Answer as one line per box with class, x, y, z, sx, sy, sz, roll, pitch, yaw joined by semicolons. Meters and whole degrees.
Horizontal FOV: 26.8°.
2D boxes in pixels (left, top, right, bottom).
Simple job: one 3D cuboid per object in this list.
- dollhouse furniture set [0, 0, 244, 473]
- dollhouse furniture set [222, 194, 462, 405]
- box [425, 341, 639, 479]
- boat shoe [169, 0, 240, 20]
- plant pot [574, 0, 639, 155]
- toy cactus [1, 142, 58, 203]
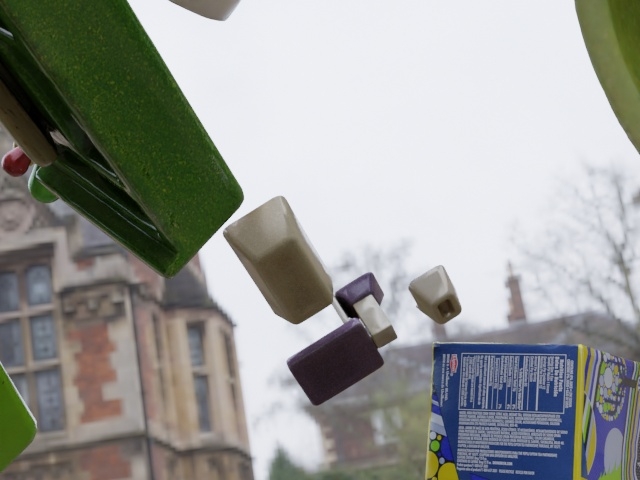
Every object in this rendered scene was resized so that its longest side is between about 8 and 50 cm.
dollhouse furniture set;-0.207;-0.048;0.482;0.197;0.301;0.151;-47;-40;-13
dollhouse furniture set;0.000;0.000;0.648;0.091;0.081;0.114;-32;-47;-1
box;0.066;0.119;0.424;0.054;0.169;0.059;-2;-12;34
boat shoe;-0.112;-0.248;0.783;0.158;0.127;0.340;-57;-24;7
plant pot;0.244;-0.139;0.503;0.276;0.276;0.254;-17;14;22
toy cactus;-0.219;-0.146;1.052;0.112;0.219;0.180;13;-11;-11
